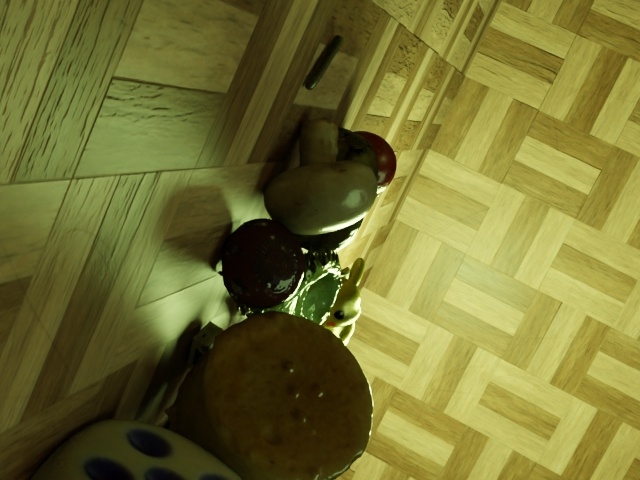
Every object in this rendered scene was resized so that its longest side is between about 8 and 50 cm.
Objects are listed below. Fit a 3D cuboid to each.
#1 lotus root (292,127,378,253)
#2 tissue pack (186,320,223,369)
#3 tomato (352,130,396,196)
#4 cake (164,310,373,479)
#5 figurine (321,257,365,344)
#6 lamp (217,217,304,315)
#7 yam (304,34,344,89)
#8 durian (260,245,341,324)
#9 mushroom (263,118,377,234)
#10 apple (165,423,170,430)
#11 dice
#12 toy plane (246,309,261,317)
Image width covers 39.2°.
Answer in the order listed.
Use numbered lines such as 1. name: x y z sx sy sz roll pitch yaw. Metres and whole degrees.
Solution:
1. lotus root: 0.029 -0.094 1.858 0.160 0.151 0.275 -82 -165 -60
2. tissue pack: -0.216 0.201 1.683 0.062 0.042 0.083 -50 165 -48
3. tomato: 0.087 -0.169 1.995 0.167 0.167 0.167 -60 170 -18
4. cake: -0.110 0.327 1.587 0.332 0.332 0.321 -54 -177 -42
5. figurine: 0.033 0.200 2.613 0.218 0.169 0.327 -22 151 -39
6. lamp: -0.108 0.040 1.574 0.157 0.157 0.135 -18 -172 -31
7. yam: 0.006 -0.307 1.552 0.116 0.021 0.021 -59 170 -17
8. durian: -0.032 0.119 1.825 0.394 0.163 0.198 50 32 -70
9. mushroom: -0.001 -0.106 1.618 0.206 0.206 0.209 -44 137 -62
10. apple: -0.266 0.414 1.797 0.099 0.102 0.114 -50 152 -34
11. dice: -0.270 0.455 1.297 0.277 0.304 0.304 -65 170 13
12. toy plane: -0.127 0.148 1.920 0.212 0.088 0.267 -65 162 4
